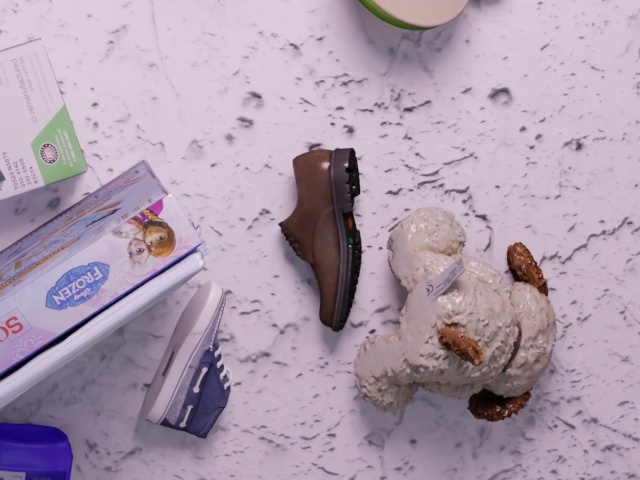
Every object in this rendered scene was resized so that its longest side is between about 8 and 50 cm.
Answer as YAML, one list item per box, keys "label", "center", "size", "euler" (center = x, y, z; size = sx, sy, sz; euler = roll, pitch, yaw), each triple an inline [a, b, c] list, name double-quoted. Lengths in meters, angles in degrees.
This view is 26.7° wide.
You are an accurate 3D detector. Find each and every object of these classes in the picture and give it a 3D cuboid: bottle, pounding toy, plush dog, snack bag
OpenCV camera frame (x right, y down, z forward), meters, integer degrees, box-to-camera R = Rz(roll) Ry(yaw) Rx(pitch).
- label: "bottle"
  center: [-0.366, 0.361, 1.598]
  size: [0.118, 0.092, 0.282]
  euler: [6, 99, -19]
- label: "pounding toy"
  center: [0.094, -0.327, 1.588]
  size: [0.237, 0.110, 0.183]
  euler: [-29, 93, -35]
- label: "plush dog"
  center: [0.196, 0.109, 1.638]
  size: [0.225, 0.211, 0.262]
  euler: [10, 97, -36]
- label: "snack bag"
  center: [-0.257, 0.083, 1.447]
  size: [0.323, 0.342, 0.037]
  euler: [-34, 102, -5]

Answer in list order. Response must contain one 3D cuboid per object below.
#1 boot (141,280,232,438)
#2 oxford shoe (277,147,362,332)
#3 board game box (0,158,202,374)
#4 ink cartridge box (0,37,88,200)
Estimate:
- label: "boot"
  center: [-0.139, 0.144, 1.629]
  size: [0.086, 0.069, 0.190]
  euler: [23, 102, -21]
- label: "oxford shoe"
  center: [0.000, 0.000, 1.631]
  size: [0.096, 0.083, 0.227]
  euler: [-1, 102, 11]
- label: "board game box"
  center: [-0.291, 0.039, 1.445]
  size: [0.319, 0.318, 0.066]
  euler: [-33, 104, -4]
- label: "ink cartridge box"
  center: [-0.391, -0.118, 1.513]
  size: [0.219, 0.092, 0.160]
  euler: [-20, 102, -8]
